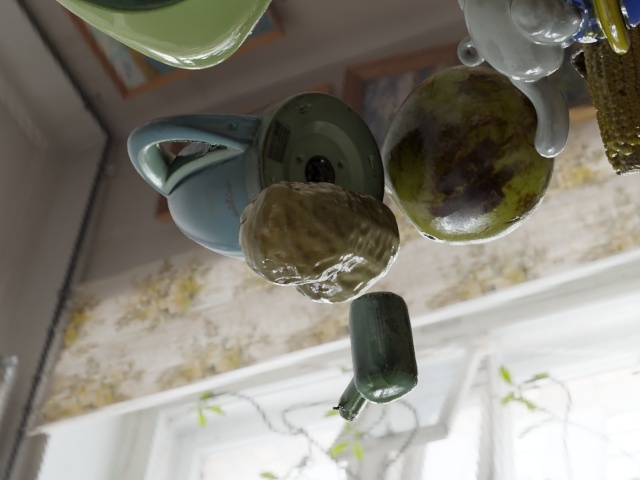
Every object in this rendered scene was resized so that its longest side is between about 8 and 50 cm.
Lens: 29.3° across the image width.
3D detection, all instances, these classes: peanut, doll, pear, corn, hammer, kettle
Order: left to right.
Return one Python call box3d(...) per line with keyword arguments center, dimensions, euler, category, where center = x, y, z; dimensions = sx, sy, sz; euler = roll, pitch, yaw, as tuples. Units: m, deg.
box3d(center=(-0.129, -0.100, 1.873), dimensions=(0.319, 0.342, 0.247), euler=(38, -119, -33), category="kettle")
box3d(center=(0.000, 0.000, 1.515), dimensions=(0.313, 0.152, 0.152), euler=(15, -119, -67), category="peanut")
box3d(center=(0.084, 0.253, 2.325), dimensions=(0.335, 0.119, 0.206), euler=(116, 155, -52), category="hammer")
box3d(center=(0.223, -0.129, 1.899), dimensions=(0.283, 0.283, 0.283), euler=(-16, -90, -71), category="pear")
box3d(center=(0.276, -0.249, 1.398), dimensions=(0.159, 0.242, 0.311), euler=(-78, -27, -76), category="doll")
box3d(center=(0.398, -0.216, 1.611), dimensions=(0.097, 0.097, 0.262), euler=(16, -114, -68), category="corn")

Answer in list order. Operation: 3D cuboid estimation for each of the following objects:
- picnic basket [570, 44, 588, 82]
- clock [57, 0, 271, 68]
box3d(center=(0.483, -0.245, 1.914), dimensions=(0.193, 0.055, 0.110), euler=(46, 169, -2), category="picnic basket")
box3d(center=(-0.187, -0.358, 1.251), dimensions=(0.348, 0.286, 0.117), euler=(25, -149, -22), category="clock")
